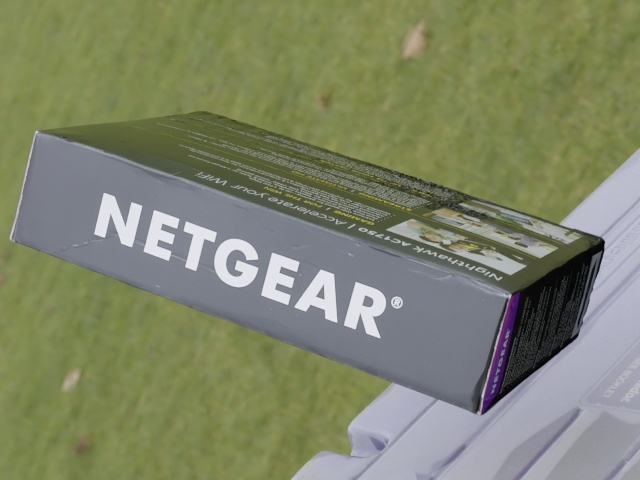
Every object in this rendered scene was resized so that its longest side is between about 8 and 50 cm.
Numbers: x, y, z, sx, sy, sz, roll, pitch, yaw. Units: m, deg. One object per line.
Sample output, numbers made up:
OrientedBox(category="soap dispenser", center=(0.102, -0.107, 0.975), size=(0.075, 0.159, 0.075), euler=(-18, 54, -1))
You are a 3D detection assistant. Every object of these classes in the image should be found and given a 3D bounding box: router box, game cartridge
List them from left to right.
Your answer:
OrientedBox(category="router box", center=(0.000, 0.000, 0.588), size=(0.133, 0.179, 0.046), euler=(-18, -56, -66))
OrientedBox(category="game cartridge", center=(0.180, 0.027, 0.671), size=(0.230, 0.068, 0.355), euler=(8, 40, 48))
